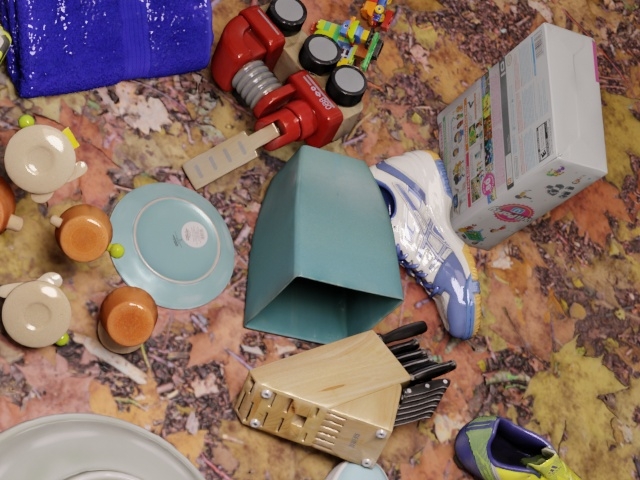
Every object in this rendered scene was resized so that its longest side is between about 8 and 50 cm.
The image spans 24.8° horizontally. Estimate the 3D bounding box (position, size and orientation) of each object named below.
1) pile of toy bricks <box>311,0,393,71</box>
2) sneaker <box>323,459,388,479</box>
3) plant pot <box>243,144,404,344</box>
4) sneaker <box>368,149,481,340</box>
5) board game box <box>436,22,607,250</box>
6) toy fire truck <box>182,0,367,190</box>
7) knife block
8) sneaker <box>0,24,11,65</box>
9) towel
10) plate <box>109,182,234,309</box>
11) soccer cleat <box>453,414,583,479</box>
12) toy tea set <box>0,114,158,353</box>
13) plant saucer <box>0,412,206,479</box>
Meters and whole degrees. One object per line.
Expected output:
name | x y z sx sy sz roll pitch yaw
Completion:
pile of toy bricks | 0.031 -0.305 2.232 0.105 0.118 0.212 20 73 11
sneaker | 0.069 0.426 1.853 0.135 0.150 0.365 22 49 -23
plant pot | 0.000 0.000 2.028 0.166 0.166 0.234 14 56 -24
sneaker | 0.144 0.015 2.150 0.131 0.112 0.296 -13 73 -16
board game box | 0.291 -0.147 2.168 0.098 0.303 0.224 13 63 -25
toy fire truck | -0.095 -0.198 2.065 0.246 0.158 0.217 -29 73 -33
knife block | 0.043 0.180 1.999 0.276 0.088 0.242 19 41 -3
sneaker | -0.530 -0.176 1.809 0.147 0.145 0.384 39 49 0
towel | -0.288 -0.325 2.005 0.308 0.076 0.227 -15 105 -33
plate | -0.199 0.003 1.989 0.188 0.024 0.188 12 62 -24
soccer cleat | 0.322 0.342 2.073 0.289 0.121 0.093 33 55 -14
toy tea set | -0.343 0.013 1.850 0.200 0.124 0.336 -29 104 -3
plant saucer | -0.264 0.387 1.727 0.401 0.100 0.400 12 62 -24
